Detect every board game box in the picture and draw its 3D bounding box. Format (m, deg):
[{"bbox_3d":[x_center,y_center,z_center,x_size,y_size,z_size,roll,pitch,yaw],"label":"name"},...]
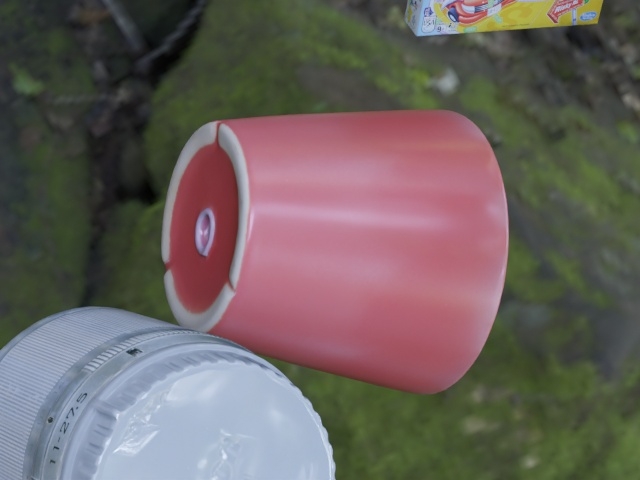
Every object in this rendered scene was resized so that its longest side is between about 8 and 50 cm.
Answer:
[{"bbox_3d":[0.145,-0.207,1.457,0.154,0.103,0.026,-7,39,-20],"label":"board game box"}]

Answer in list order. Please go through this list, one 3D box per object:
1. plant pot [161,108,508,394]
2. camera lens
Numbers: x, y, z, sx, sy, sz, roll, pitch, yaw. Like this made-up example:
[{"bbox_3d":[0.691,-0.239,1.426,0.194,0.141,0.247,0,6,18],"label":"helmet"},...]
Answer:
[{"bbox_3d":[0.000,0.000,1.791,0.243,0.275,0.275,5,61,-26],"label":"plant pot"},{"bbox_3d":[-0.138,0.171,1.507,0.219,0.274,0.219,-3,96,-29],"label":"camera lens"}]
